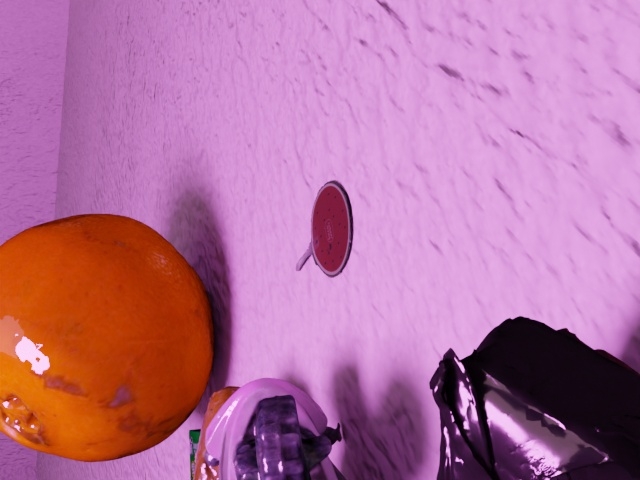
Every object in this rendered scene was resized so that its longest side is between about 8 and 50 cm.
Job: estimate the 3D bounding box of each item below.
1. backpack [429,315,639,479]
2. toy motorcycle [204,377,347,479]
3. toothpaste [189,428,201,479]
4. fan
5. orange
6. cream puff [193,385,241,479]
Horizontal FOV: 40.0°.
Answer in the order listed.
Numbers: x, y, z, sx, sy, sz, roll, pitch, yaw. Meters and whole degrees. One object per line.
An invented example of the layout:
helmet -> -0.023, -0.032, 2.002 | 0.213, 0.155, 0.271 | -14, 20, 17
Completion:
backpack -> 0.112, 0.121, 0.420 | 0.120, 0.105, 0.165 | 38, 145, 35
toy motorcycle -> -0.023, 0.246, 0.709 | 0.188, 0.143, 0.327 | -120, 21, -63
toothpaste -> -0.117, 0.353, 1.017 | 0.065, 0.050, 0.267 | 157, 112, -68
fan -> 0.000, 0.000, 0.798 | 0.133, 0.005, 0.085 | 133, 131, -57
orange -> -0.277, 0.117, 1.075 | 0.312, 0.312, 0.312 | 180, 90, -67
cream puff -> -0.068, 0.211, 0.832 | 0.126, 0.103, 0.144 | 159, 124, -85
